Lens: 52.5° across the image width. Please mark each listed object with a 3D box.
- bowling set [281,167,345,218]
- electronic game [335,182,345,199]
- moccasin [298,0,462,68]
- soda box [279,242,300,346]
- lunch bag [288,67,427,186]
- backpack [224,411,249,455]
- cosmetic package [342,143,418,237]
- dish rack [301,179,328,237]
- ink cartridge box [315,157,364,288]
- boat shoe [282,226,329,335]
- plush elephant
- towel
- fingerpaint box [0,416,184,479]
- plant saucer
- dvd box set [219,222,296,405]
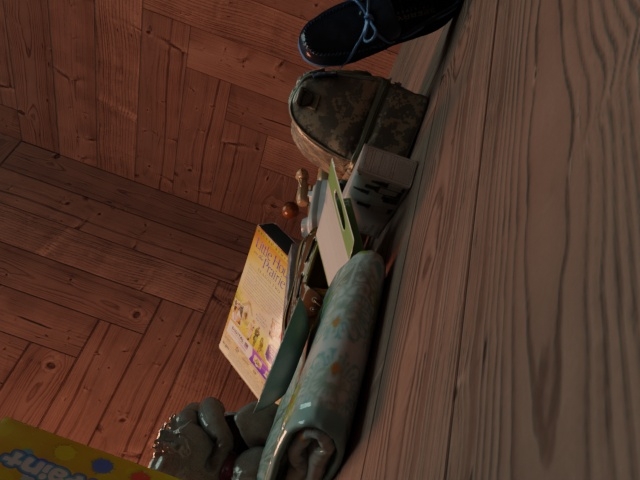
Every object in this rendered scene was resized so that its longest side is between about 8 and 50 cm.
[{"bbox_3d":[-0.029,-0.157,1.983,0.287,0.200,0.154,63,-158,-57],"label":"bowling set"},{"bbox_3d":[0.050,-0.014,1.431,0.229,0.048,0.229,173,90,-86],"label":"electronic game"},{"bbox_3d":[0.117,-0.444,1.267,0.342,0.137,0.117,-26,5,-13],"label":"moccasin"},{"bbox_3d":[-0.031,0.155,1.386,0.091,0.098,0.286,115,160,-69],"label":"soda box"},{"bbox_3d":[0.058,-0.235,1.360,0.305,0.256,0.212,180,109,-88],"label":"lunch bag"},{"bbox_3d":[-0.185,0.493,1.361,0.253,0.225,0.191,-62,1,-13],"label":"backpack"},{"bbox_3d":[0.093,-0.082,1.190,0.239,0.099,0.060,113,177,-67],"label":"cosmetic package"},{"bbox_3d":[0.000,0.000,1.711,0.333,0.072,0.285,-82,-12,-65],"label":"dish rack"},{"bbox_3d":[0.044,-0.005,1.107,0.235,0.056,0.171,104,156,-55],"label":"ink cartridge box"},{"bbox_3d":[-0.007,0.117,1.264,0.104,0.111,0.307,139,133,-63],"label":"boat shoe"},{"bbox_3d":[-0.169,0.421,1.155,0.330,0.256,0.271,113,178,-58],"label":"plush elephant"},{"bbox_3d":[-0.010,0.238,0.990,0.320,0.090,0.374,-73,4,-46],"label":"towel"},{"bbox_3d":[-0.287,0.493,0.885,0.163,0.445,0.371,-73,2,-66],"label":"fingerpaint box"},{"bbox_3d":[-0.053,0.184,1.022,0.195,0.038,0.194,-158,90,-89],"label":"plant saucer"},{"bbox_3d":[-0.113,0.210,1.650,0.062,0.307,0.420,-9,-50,-42],"label":"dvd box set"}]
